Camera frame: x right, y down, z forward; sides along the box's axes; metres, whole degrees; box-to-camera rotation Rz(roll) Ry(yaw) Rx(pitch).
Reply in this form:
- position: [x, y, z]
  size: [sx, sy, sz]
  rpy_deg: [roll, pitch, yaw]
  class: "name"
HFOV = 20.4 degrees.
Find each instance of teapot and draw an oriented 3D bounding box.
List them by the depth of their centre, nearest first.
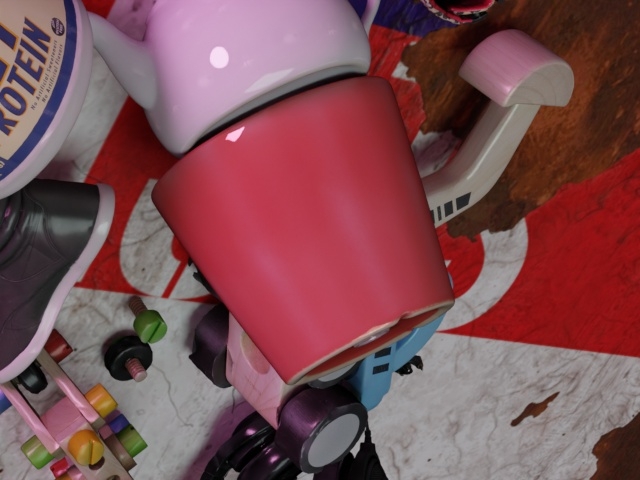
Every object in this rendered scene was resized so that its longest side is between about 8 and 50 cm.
- position: [-0.080, -0.208, 1.786]
  size: [0.252, 0.187, 0.256]
  rpy_deg: [-29, 169, 19]
  class: "teapot"

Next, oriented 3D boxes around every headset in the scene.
- position: [-0.002, 0.300, 2.289]
  size: [0.394, 0.243, 0.185]
  rpy_deg: [-61, 163, -1]
  class: "headset"

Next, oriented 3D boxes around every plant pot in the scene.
- position: [0.000, 0.000, 1.821]
  size: [0.275, 0.243, 0.275]
  rpy_deg: [-26, 170, -5]
  class: "plant pot"

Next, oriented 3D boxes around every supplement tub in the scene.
- position: [-0.383, -0.187, 1.534]
  size: [0.235, 0.235, 0.325]
  rpy_deg: [-49, 138, 13]
  class: "supplement tub"

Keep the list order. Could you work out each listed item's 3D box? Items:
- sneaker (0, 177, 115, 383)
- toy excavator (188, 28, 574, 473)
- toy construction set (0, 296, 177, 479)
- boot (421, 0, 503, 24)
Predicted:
- position: [-0.342, 0.032, 1.885]
  size: [0.147, 0.104, 0.295]
  rpy_deg: [17, 129, -23]
  class: "sneaker"
- position: [0.085, -0.007, 2.093]
  size: [0.445, 0.222, 0.433]
  rpy_deg: [-28, 142, -32]
  class: "toy excavator"
- position: [-0.289, 0.262, 2.010]
  size: [0.309, 0.237, 0.257]
  rpy_deg: [-17, 136, -24]
  class: "toy construction set"
- position: [0.141, -0.278, 1.871]
  size: [0.236, 0.178, 0.085]
  rpy_deg: [20, 114, -44]
  class: "boot"
